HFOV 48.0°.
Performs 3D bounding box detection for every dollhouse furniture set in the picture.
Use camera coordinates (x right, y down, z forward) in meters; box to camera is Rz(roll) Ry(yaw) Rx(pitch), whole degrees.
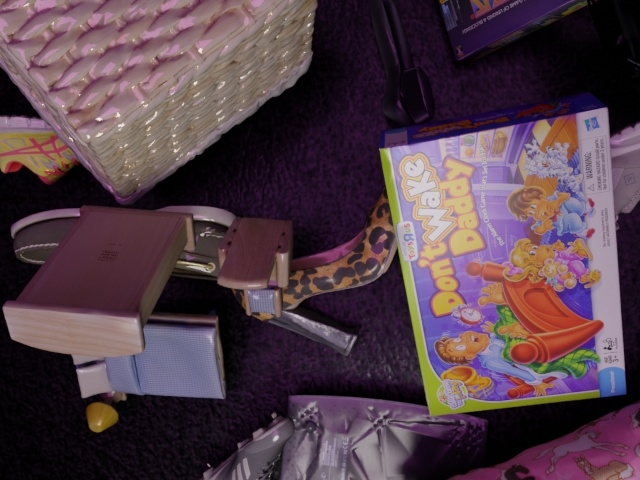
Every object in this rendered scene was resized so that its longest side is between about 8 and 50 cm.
[{"bbox_3d":[-0.182,0.144,0.845,0.286,0.198,0.303,4,124,6],"label":"dollhouse furniture set"}]

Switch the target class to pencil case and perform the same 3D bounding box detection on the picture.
[{"bbox_3d":[0.282,0.291,0.810,0.386,0.167,0.160,-22,114,-5],"label":"pencil case"}]

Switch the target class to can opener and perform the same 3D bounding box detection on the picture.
[{"bbox_3d":[0.104,-0.229,0.931,0.073,0.059,0.186,-22,76,34],"label":"can opener"}]

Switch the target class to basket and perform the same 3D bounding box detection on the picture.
[{"bbox_3d":[-0.211,-0.277,0.824,0.331,0.266,0.328,-40,89,-12],"label":"basket"}]

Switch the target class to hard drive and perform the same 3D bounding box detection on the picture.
[{"bbox_3d":[0.078,0.287,0.925,0.254,0.054,0.172,5,90,7],"label":"hard drive"}]

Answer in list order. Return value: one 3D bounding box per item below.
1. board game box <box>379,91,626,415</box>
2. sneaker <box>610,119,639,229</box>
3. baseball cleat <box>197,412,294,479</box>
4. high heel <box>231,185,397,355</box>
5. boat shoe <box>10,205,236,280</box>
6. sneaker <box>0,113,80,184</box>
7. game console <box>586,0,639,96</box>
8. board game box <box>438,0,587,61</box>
[{"bbox_3d":[0.213,0.027,0.828,0.233,0.078,0.347,-9,112,10],"label":"board game box"},{"bbox_3d":[0.320,-0.055,0.872,0.281,0.105,0.115,-24,90,8],"label":"sneaker"},{"bbox_3d":[-0.079,0.303,0.914,0.109,0.072,0.206,54,127,13],"label":"baseball cleat"},{"bbox_3d":[0.000,0.000,0.920,0.186,0.093,0.261,24,99,5],"label":"high heel"},{"bbox_3d":[-0.262,0.013,0.943,0.305,0.109,0.091,-2,74,4],"label":"boat shoe"},{"bbox_3d":[-0.352,-0.123,0.985,0.208,0.081,0.094,5,99,13],"label":"sneaker"},{"bbox_3d":[0.342,-0.322,0.835,0.044,0.213,0.361,-23,72,36],"label":"game console"},{"bbox_3d":[0.223,-0.317,0.872,0.170,0.048,0.141,-20,84,44],"label":"board game box"}]
